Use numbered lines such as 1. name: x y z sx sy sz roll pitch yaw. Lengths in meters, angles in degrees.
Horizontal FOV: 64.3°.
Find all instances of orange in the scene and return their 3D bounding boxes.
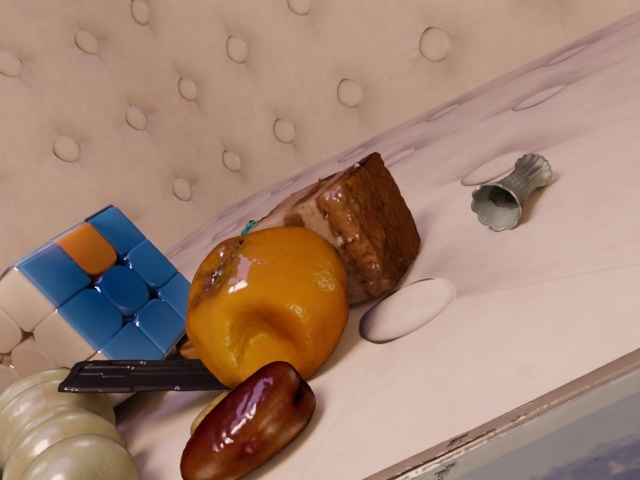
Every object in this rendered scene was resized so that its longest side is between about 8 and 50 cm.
1. orange: -0.085 0.078 0.719 0.248 0.183 0.249 -29 33 22

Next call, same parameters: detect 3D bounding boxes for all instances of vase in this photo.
1. vase: 0.308 -0.084 0.799 0.148 0.081 0.081 -36 14 -34

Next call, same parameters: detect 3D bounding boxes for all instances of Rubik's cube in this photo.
1. Rubik's cube: -0.459 0.159 1.000 0.291 0.292 0.290 -37 11 26

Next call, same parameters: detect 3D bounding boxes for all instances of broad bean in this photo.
1. broad bean: -0.085 0.210 0.574 0.165 0.084 0.114 -37 -3 0

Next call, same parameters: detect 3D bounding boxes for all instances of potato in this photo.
1. potato: -0.135 0.233 0.674 0.083 0.040 0.051 -39 6 -37

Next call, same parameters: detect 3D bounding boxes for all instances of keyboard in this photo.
1. keyboard: -0.243 0.204 0.766 0.262 0.016 0.106 2 10 -11

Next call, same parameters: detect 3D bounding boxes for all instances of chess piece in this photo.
1. chess piece: -0.341 0.291 0.674 0.182 0.182 0.330 -38 20 -28

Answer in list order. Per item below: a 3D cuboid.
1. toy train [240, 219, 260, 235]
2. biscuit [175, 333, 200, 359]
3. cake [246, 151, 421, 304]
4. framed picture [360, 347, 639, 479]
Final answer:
1. toy train: -0.090 -0.014 1.320 0.298 0.120 0.194 -29 21 6
2. biscuit: -0.197 0.169 1.031 0.204 0.040 0.309 -36 14 -23
3. cake: 0.000 0.000 0.884 0.292 0.196 0.199 -19 19 36
4. framed picture: 0.159 0.175 0.300 0.334 0.022 0.247 -29 13 8
